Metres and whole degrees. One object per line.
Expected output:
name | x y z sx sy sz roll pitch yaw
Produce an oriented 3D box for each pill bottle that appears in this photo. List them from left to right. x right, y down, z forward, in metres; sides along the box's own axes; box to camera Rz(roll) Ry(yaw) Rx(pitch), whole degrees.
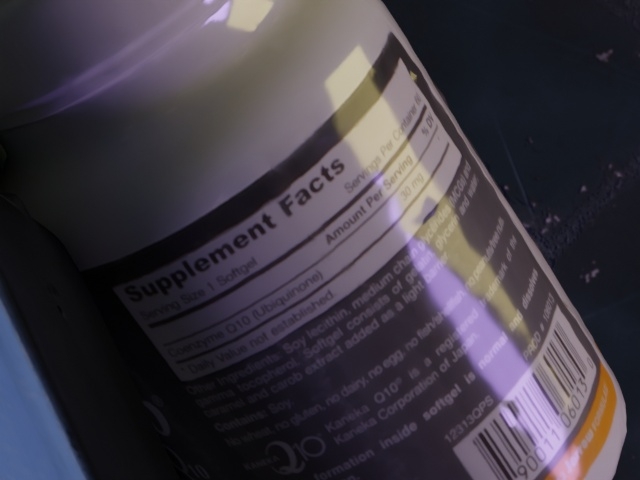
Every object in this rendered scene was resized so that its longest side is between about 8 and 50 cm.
pill bottle | -0.017 0.000 0.680 0.278 0.162 0.162 55 8 -22

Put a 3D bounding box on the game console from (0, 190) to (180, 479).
game console | -0.060 0.100 0.382 0.386 0.060 0.342 52 14 -73
